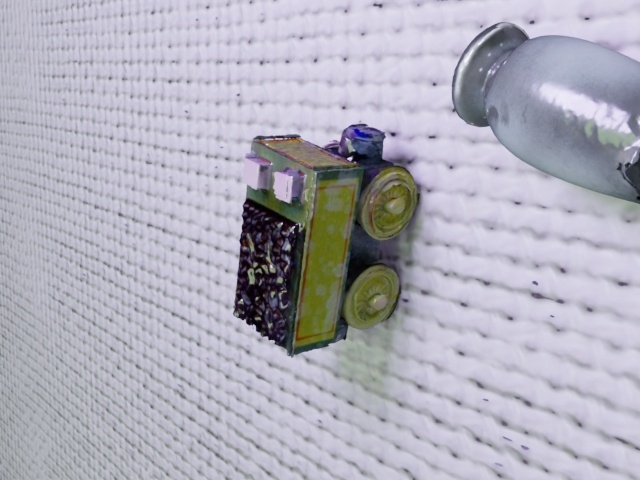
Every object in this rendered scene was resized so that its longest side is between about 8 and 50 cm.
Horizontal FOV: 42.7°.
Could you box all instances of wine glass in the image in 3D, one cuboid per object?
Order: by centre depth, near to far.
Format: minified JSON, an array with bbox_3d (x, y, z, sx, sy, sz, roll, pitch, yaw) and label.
[{"bbox_3d":[0.205,-0.106,0.667,0.204,0.111,0.111,40,126,45],"label":"wine glass"}]

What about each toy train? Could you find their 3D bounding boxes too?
[{"bbox_3d":[0.000,0.000,0.902,0.134,0.177,0.261,30,120,46],"label":"toy train"}]
